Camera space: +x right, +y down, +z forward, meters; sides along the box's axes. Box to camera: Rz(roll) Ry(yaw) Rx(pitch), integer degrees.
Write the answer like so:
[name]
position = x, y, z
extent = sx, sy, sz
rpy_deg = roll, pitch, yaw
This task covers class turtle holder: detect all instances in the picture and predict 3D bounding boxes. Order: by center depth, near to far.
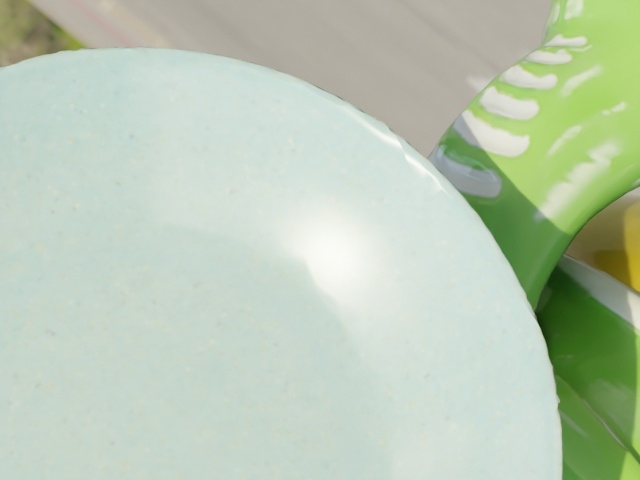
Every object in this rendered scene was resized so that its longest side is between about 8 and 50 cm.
[turtle holder]
position = 0.090, 0.075, 0.672
extent = 0.243, 0.227, 0.320
rpy_deg = -9, 107, 61

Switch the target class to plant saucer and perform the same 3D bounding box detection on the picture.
[plant saucer]
position = -0.040, 0.047, 0.473
extent = 0.195, 0.195, 0.037
rpy_deg = 38, 154, 5
